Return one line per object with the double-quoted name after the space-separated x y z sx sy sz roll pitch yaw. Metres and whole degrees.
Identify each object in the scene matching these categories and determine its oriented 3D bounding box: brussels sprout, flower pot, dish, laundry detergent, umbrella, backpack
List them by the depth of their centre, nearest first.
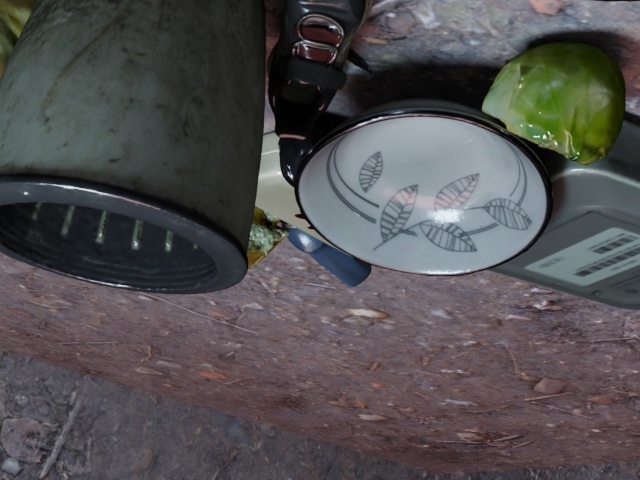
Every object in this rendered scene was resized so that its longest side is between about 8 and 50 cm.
-0.188 -0.138 1.206 0.293 0.330 0.293 10 159 4 "flower pot"
0.262 -0.157 1.257 0.149 0.122 0.151 25 -170 -14 "brussels sprout"
0.019 -0.222 1.333 0.149 0.022 0.022 30 -166 -44 "umbrella"
0.128 -0.084 1.418 0.316 0.106 0.316 7 145 5 "dish"
0.023 -0.099 1.539 0.106 0.120 0.165 -30 141 28 "backpack"
0.001 -0.001 1.858 0.061 0.097 0.206 -37 139 13 "laundry detergent"

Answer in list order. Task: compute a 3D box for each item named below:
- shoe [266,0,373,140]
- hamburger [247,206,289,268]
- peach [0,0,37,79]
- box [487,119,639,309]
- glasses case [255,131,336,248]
-0.006 -0.198 1.242 0.099 0.112 0.227 11 149 -7 "shoe"
-0.211 -0.027 1.792 0.309 0.132 0.211 17 157 -7 "hamburger"
-0.403 -0.209 1.322 0.235 0.214 0.214 23 168 28 "peach"
0.400 -0.019 1.575 0.396 0.111 0.396 16 160 -18 "box"
0.008 -0.060 1.706 0.131 0.070 0.313 -9 153 42 "glasses case"
